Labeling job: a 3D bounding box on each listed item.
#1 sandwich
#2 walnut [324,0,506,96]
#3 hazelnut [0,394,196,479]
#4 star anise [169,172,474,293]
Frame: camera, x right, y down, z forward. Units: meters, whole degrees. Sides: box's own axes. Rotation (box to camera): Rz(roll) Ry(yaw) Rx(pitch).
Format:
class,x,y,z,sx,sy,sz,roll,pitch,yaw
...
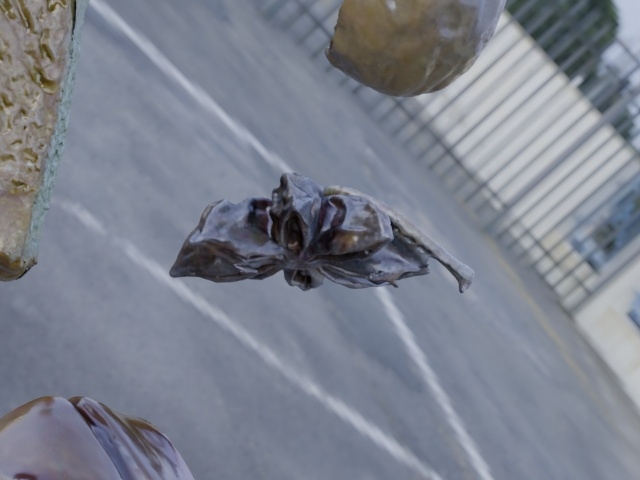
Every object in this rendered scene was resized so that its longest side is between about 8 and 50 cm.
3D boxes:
class,x,y,z,sx,sy,sz,roll,pitch,yaw
sandwich,-0.243,-0.094,1.255,0.087,0.251,0.226,14,-10,-17
walnut,0.102,-0.233,1.590,0.238,0.204,0.141,36,6,-48
hazelnut,-0.147,0.204,0.961,0.212,0.181,0.181,-5,53,-55
star anise,0.000,0.001,1.356,0.230,0.262,0.081,80,11,-67
